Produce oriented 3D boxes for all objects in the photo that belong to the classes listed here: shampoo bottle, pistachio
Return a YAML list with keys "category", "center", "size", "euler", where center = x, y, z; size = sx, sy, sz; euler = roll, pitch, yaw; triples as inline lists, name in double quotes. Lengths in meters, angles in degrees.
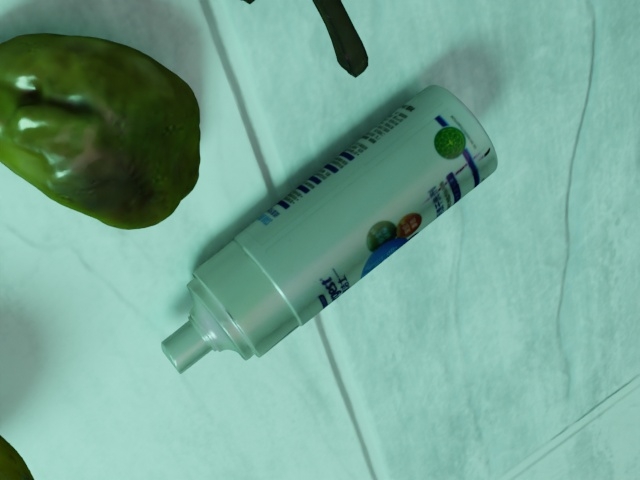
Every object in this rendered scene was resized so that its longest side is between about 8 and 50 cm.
- category: "shampoo bottle"
  center: [0.000, 0.000, 0.924]
  size: [0.303, 0.092, 0.092]
  euler: [-38, 136, -10]
- category: "pistachio"
  center: [-0.137, -0.072, 0.760]
  size: [0.110, 0.100, 0.189]
  euler: [-49, 135, 8]

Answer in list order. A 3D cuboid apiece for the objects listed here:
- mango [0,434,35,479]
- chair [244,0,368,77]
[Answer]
- category: "mango"
  center: [-0.346, 0.168, 0.734]
  size: [0.329, 0.175, 0.177]
  euler: [18, 108, -25]
- category: "chair"
  center: [-0.014, -0.277, 0.668]
  size: [0.186, 0.160, 0.319]
  euler: [-41, 139, -8]
